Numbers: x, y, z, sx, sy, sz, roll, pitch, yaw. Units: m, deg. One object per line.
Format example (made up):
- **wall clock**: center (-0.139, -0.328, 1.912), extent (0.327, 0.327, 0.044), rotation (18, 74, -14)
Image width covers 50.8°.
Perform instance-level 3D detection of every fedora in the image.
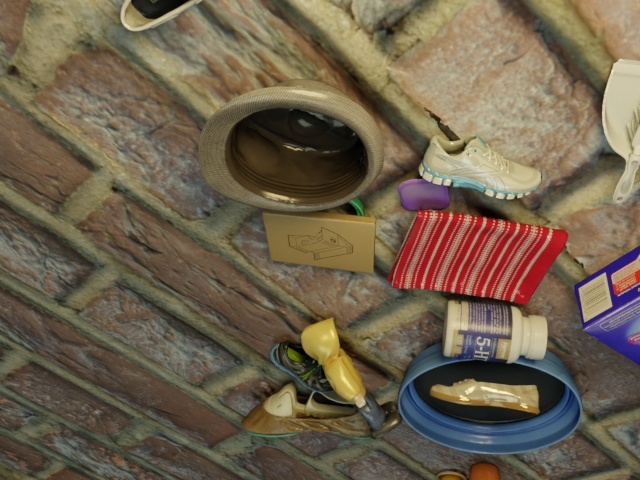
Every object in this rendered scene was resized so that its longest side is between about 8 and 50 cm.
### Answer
- **fedora**: center (-0.041, -0.161, 1.028), extent (0.275, 0.124, 0.244), rotation (2, 138, -2)

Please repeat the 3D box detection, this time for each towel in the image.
- **towel**: center (0.276, 0.035, 1.198), extent (0.275, 0.031, 0.199), rotation (8, 136, -9)

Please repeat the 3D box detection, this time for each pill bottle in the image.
- **pill bottle**: center (0.334, 0.178, 1.303), extent (0.186, 0.112, 0.112), rotation (5, 136, 8)

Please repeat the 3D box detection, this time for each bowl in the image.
- **bowl**: center (0.370, 0.345, 1.492), extent (0.391, 0.077, 0.391), rotation (7, 137, 6)

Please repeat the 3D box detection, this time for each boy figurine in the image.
- **boy figurine**: center (0.060, 0.287, 1.458), extent (0.092, 0.177, 0.285), rotation (-33, 101, 5)

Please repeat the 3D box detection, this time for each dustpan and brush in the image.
- **dustpan and brush**: center (0.463, -0.146, 0.975), extent (0.147, 0.060, 0.211), rotation (9, 136, 4)

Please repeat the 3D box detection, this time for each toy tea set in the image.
- **toy tea set**: center (0.472, 0.727, 1.827), extent (0.336, 0.124, 0.200), rotation (33, 133, -20)

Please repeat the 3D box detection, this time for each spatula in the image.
- **spatula**: center (0.196, -0.006, 1.202), extent (0.084, 0.030, 0.296), rotation (-2, 135, 16)

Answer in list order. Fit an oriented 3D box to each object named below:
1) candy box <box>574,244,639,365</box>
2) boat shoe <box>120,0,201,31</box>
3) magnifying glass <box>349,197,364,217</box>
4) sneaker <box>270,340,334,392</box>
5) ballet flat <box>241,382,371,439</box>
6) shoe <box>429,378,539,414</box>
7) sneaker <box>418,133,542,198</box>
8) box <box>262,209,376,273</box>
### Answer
- **candy box**: center (0.659, 0.125, 1.167), extent (0.317, 0.122, 0.268), rotation (32, 132, -18)
- **boat shoe**: center (-0.167, -0.355, 0.885), extent (0.258, 0.084, 0.095), rotation (-29, 123, 35)
- **magnifying glass**: center (-0.024, -0.081, 1.179), extent (0.231, 0.026, 0.092), rotation (31, 134, -17)
- **sneaker**: center (-0.025, 0.285, 1.525), extent (0.188, 0.067, 0.078), rotation (34, 139, -17)
- **ballet flat**: center (-0.028, 0.409, 1.637), extent (0.342, 0.116, 0.124), rotation (1, 115, 11)
- **shoe**: center (0.334, 0.312, 1.378), extent (0.219, 0.058, 0.076), rotation (6, 167, 13)
- **sneaker**: center (0.252, -0.121, 1.047), extent (0.190, 0.071, 0.083), rotation (9, 131, 3)
- **box**: center (0.000, 0.000, 1.236), extent (0.201, 0.021, 0.164), rotation (7, 147, 8)
